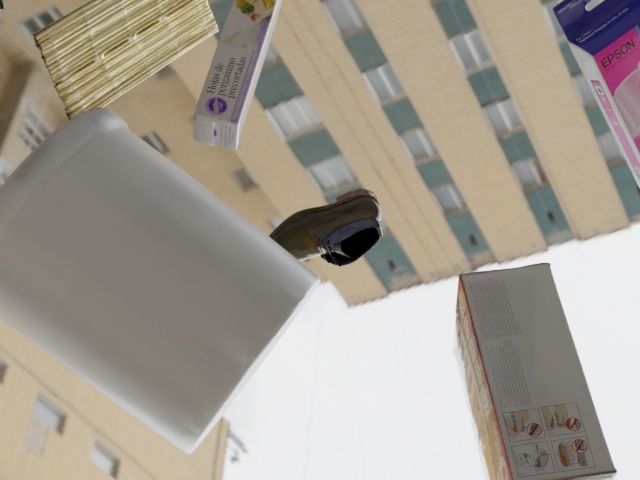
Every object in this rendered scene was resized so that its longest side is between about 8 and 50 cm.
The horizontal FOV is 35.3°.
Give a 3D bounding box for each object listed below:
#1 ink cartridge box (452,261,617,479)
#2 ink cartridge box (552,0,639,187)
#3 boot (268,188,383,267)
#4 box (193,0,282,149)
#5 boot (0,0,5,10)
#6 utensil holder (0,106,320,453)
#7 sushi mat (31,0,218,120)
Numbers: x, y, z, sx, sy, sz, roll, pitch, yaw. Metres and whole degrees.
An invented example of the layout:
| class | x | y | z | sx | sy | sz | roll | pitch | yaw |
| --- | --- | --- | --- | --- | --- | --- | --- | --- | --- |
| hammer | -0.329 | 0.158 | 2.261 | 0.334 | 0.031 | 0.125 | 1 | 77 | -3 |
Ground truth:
| class | x | y | z | sx | sy | sz | roll | pitch | yaw |
| --- | --- | --- | --- | --- | --- | --- | --- | --- | --- |
| ink cartridge box | 0.272 | 0.237 | 1.352 | 0.130 | 0.272 | 0.309 | -8 | -128 | -1 |
| ink cartridge box | 0.534 | -0.266 | 1.636 | 0.176 | 0.371 | 0.069 | -36 | -161 | -7 |
| boot | 0.000 | 0.000 | 1.591 | 0.219 | 0.082 | 0.106 | -30 | -151 | 7 |
| box | -0.107 | -0.278 | 1.415 | 0.063 | 0.067 | 0.324 | 13 | -118 | 1 |
| boot | -0.438 | -0.255 | 1.024 | 0.161 | 0.246 | 0.083 | -36 | -99 | 6 |
| utensil holder | -0.242 | 0.061 | 1.388 | 0.327 | 0.385 | 0.327 | -52 | 177 | -4 |
| sushi mat | -0.283 | -0.312 | 1.510 | 0.019 | 0.151 | 0.316 | 20 | -132 | 37 |
